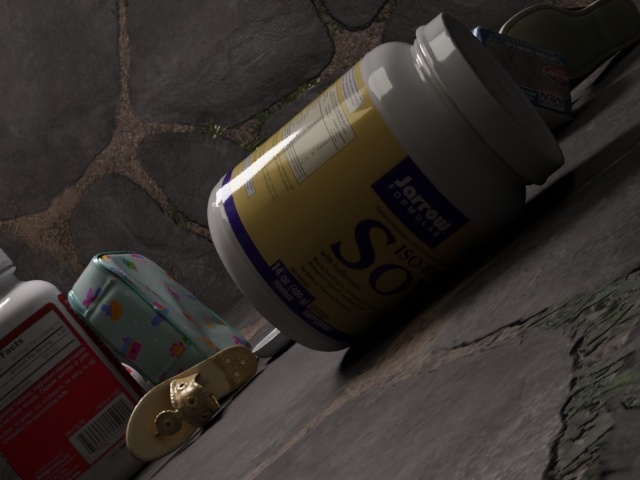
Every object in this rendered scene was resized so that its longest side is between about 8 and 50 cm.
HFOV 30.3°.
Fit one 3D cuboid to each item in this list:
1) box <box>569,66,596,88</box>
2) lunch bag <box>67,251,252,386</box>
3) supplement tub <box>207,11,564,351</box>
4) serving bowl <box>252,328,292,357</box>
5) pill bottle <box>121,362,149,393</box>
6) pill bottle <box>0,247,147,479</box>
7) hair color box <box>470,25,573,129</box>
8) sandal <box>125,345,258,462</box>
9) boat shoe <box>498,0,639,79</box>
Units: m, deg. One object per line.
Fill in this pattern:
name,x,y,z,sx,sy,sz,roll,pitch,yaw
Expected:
box,0.366,-0.281,2.072,0.207,0.108,0.153,-41,3,-4
lunch bag,-0.247,0.137,1.866,0.108,0.279,0.224,-51,-9,8
supplement tub,0.068,-0.060,1.275,0.331,0.241,0.241,-39,3,20
serving bowl,-0.062,0.150,1.776,0.083,0.027,0.083,-40,2,2
pill bottle,-0.437,0.344,2.226,0.161,0.161,0.283,-39,3,16
pill bottle,-0.437,0.212,1.822,0.229,0.408,0.229,-39,3,2
hair color box,0.184,-0.182,1.743,0.173,0.105,0.347,10,-21,-35
sandal,-0.171,0.211,1.654,0.240,0.088,0.079,-36,-6,-37
boat shoe,0.367,-0.308,1.858,0.340,0.127,0.113,-28,2,-39
